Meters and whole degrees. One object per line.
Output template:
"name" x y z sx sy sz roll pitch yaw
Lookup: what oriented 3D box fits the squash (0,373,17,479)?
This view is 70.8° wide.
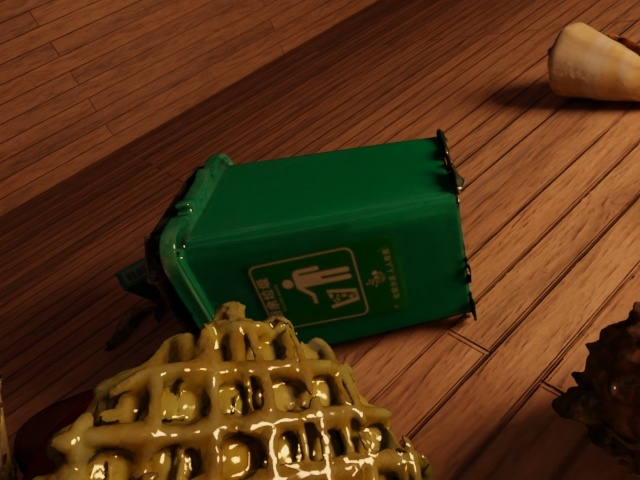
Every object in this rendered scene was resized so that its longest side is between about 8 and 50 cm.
"squash" -0.324 0.261 0.468 0.204 0.155 0.237 -44 50 6

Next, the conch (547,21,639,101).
"conch" 0.526 -0.307 0.845 0.158 0.127 0.255 -6 48 -26

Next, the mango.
"mango" -0.270 0.245 0.567 0.267 0.111 0.133 -18 16 14

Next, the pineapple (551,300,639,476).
"pineapple" 0.280 0.115 0.342 0.192 0.166 0.166 -13 34 17

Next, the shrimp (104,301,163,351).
"shrimp" -0.342 0.156 0.829 0.090 0.025 0.127 -5 35 27

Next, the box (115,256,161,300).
"box" -0.245 0.030 0.843 0.226 0.042 0.161 -32 -10 -11

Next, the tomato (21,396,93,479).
"tomato" -0.177 0.233 0.425 0.195 0.195 0.136 -40 -2 -23

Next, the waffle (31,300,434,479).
"waffle" -0.055 0.196 0.357 0.297 0.073 0.317 39 41 8

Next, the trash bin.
"trash bin" 0.000 0.000 0.629 0.380 0.259 0.295 -10 34 12
